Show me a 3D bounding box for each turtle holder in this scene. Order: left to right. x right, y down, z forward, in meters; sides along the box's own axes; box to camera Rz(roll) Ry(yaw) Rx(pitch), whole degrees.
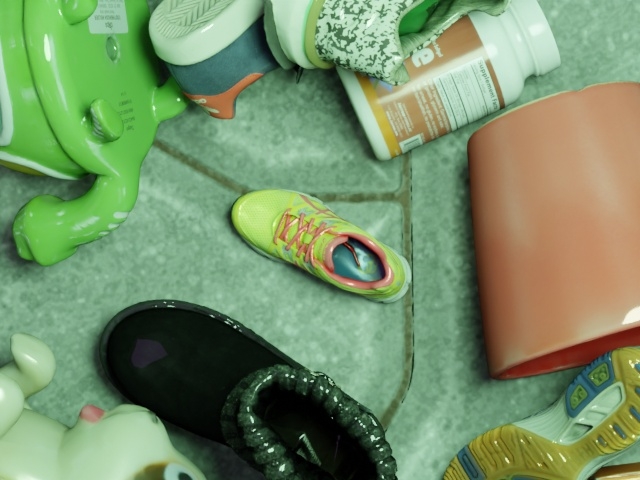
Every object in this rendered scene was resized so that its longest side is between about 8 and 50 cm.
[{"bbox_3d":[-0.277,-0.164,1.485,0.227,0.243,0.320,-5,127,20],"label":"turtle holder"}]

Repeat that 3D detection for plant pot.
[{"bbox_3d":[0.271,-0.012,1.417,0.275,0.275,0.243,-15,77,3],"label":"plant pot"}]

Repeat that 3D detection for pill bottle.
[{"bbox_3d":[0.135,-0.179,1.488,0.216,0.121,0.121,-25,86,2],"label":"pill bottle"}]

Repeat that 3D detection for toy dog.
[{"bbox_3d":[-0.313,0.294,1.428,0.407,0.284,0.395,-10,88,2],"label":"toy dog"}]

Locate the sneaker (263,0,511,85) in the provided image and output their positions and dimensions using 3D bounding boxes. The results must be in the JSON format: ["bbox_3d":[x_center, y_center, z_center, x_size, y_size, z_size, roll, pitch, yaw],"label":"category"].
[{"bbox_3d":[0.141,-0.285,1.424,0.182,0.158,0.410,36,71,29],"label":"sneaker"}]

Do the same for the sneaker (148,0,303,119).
[{"bbox_3d":[-0.023,-0.264,1.514,0.350,0.148,0.131,-39,43,-16],"label":"sneaker"}]

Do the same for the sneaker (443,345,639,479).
[{"bbox_3d":[0.260,0.211,1.469,0.296,0.131,0.112,-38,73,28],"label":"sneaker"}]

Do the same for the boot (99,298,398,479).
[{"bbox_3d":[-0.079,0.160,1.421,0.348,0.260,0.131,23,90,4],"label":"boot"}]

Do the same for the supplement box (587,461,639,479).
[{"bbox_3d":[0.335,0.353,1.477,0.080,0.078,0.233,-7,88,2],"label":"supplement box"}]

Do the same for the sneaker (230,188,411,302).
[{"bbox_3d":[0.000,0.000,1.505,0.208,0.094,0.081,22,91,6],"label":"sneaker"}]
